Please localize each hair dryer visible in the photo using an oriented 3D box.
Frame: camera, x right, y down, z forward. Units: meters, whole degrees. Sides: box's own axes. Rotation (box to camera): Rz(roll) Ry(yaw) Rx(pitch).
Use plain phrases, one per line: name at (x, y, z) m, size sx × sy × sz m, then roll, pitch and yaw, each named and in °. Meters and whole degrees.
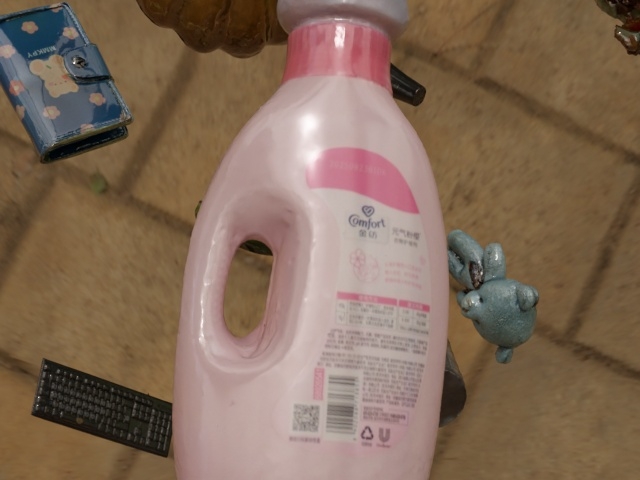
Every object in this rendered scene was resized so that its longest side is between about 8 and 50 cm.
hair dryer at (0.052, -0.140, 1.016) m, size 0.079 × 0.031 × 0.083 m, roll 29°, pitch 95°, yaw 29°

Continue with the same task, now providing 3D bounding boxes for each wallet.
wallet at (-0.333, -0.203, 1.834) m, size 0.141 × 0.059 × 0.202 m, roll -20°, pitch 68°, yaw -31°

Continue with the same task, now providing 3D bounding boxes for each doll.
doll at (0.192, 0.060, 1.769) m, size 0.075 × 0.120 × 0.180 m, roll -19°, pitch 50°, yaw -32°

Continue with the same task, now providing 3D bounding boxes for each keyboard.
keyboard at (-0.229, 0.181, 1.567) m, size 0.010 × 0.198 × 0.064 m, roll -8°, pitch 66°, yaw 40°

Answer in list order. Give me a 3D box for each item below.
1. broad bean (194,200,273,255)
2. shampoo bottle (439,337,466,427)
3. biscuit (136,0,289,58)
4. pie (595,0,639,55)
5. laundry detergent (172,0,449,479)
broad bean at (-0.041, -0.008, 1.412) m, size 0.046 × 0.195 × 0.061 m, roll -51°, pitch 129°, yaw -26°
shampoo bottle at (0.075, 0.078, 1.213) m, size 0.063 × 0.208 × 0.057 m, roll 22°, pitch 112°, yaw -18°
biscuit at (-0.082, -0.348, 1.458) m, size 0.325 × 0.107 × 0.326 m, roll 1°, pitch 88°, yaw -30°
pie at (0.289, -0.244, 1.077) m, size 0.274 × 0.105 × 0.257 m, roll -19°, pitch 53°, yaw -21°
laundry detergent at (0.000, 0.000, 0.863) m, size 0.159 × 0.088 × 0.335 m, roll 7°, pitch 77°, yaw -12°
